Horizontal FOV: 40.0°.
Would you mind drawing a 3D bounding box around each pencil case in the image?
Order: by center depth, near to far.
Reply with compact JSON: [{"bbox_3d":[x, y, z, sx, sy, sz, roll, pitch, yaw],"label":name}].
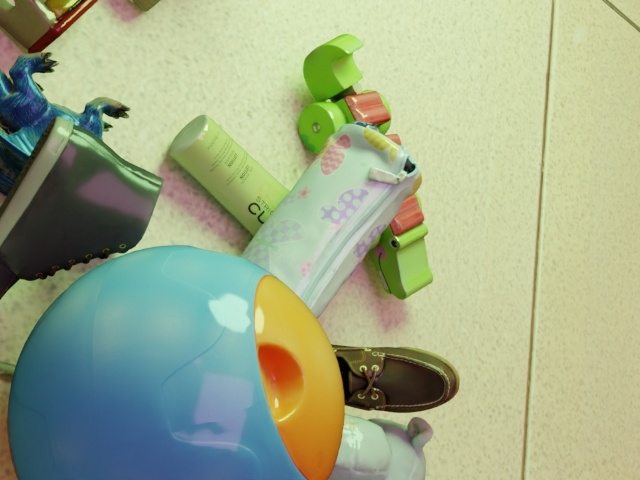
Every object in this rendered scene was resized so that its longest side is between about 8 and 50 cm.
[{"bbox_3d":[0.000,0.000,0.974,0.273,0.124,0.113,-52,134,-16],"label":"pencil case"}]

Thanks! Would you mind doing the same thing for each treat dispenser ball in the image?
[{"bbox_3d":[-0.122,0.148,0.769,0.288,0.288,0.288,12,70,-37],"label":"treat dispenser ball"}]

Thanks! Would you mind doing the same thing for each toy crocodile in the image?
[{"bbox_3d":[0.066,-0.092,1.116,0.115,0.105,0.340,-20,91,-41],"label":"toy crocodile"}]

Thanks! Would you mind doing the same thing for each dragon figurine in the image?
[{"bbox_3d":[-0.279,-0.095,0.842,0.289,0.085,0.144,35,57,-29],"label":"dragon figurine"}]

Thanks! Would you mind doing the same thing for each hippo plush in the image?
[{"bbox_3d":[0.065,0.297,0.920,0.294,0.234,0.236,23,64,-33],"label":"hippo plush"}]

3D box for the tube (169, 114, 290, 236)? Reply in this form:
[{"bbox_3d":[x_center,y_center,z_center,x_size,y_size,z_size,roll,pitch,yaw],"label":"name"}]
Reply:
[{"bbox_3d":[-0.070,-0.046,1.023,0.240,0.070,0.062,45,12,-29],"label":"tube"}]

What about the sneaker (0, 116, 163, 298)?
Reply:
[{"bbox_3d":[-0.237,0.012,0.785,0.118,0.083,0.222,30,99,-23],"label":"sneaker"}]

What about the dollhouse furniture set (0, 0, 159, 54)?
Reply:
[{"bbox_3d":[-0.153,-0.333,0.938,0.152,0.201,0.374,46,52,-21],"label":"dollhouse furniture set"}]

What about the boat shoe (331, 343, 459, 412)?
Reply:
[{"bbox_3d":[0.044,0.152,0.963,0.073,0.207,0.073,-3,93,-65],"label":"boat shoe"}]
